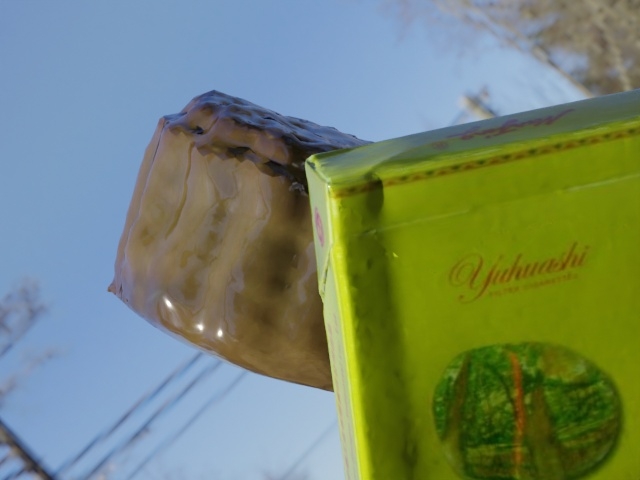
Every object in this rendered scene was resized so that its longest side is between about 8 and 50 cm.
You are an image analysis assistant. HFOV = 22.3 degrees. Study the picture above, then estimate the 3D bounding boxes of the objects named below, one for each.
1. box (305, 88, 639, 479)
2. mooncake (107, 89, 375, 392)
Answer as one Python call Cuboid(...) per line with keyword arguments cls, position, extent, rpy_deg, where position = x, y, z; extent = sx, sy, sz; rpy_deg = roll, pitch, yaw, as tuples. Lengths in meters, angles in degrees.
Cuboid(cls="box", position=(0.103, 0.098, 0.849), extent=(0.187, 0.335, 0.047), rpy_deg=(-12, 25, -11))
Cuboid(cls="mooncake", position=(0.001, 0.001, 1.302), extent=(0.324, 0.324, 0.187), rpy_deg=(-12, -61, -75))
